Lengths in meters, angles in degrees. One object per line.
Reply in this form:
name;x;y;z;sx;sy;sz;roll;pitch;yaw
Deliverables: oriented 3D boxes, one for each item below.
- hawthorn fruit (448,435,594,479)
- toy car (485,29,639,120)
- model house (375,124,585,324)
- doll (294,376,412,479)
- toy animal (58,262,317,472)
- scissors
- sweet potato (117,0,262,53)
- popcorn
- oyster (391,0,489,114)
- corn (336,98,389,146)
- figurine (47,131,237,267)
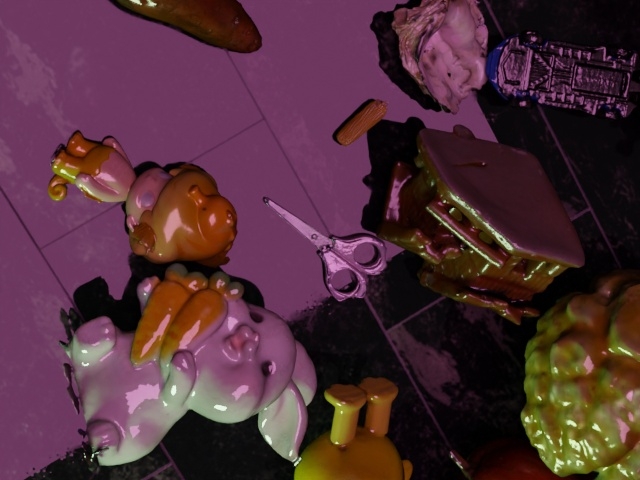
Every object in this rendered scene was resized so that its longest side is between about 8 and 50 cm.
hawthorn fruit;0.257;0.361;1.653;0.249;0.215;0.215;37;90;-15
toy car;0.322;-0.218;1.654;0.216;0.063;0.103;7;96;-10
model house;0.188;-0.002;1.599;0.199;0.220;0.229;4;141;-21
doll;0.043;0.359;1.646;0.199;0.145;0.363;-7;113;-34
toy animal;-0.152;0.169;1.539;0.310;0.183;0.247;-14;137;-10
scissors;0.000;0.000;1.647;0.189;0.015;0.100;37;92;-13
sweet potato;-0.217;-0.334;1.508;0.359;0.112;0.112;43;88;-17
popcorn;0.394;0.178;1.597;0.279;0.335;0.274;12;140;-20
oyster;0.160;-0.269;1.616;0.163;0.081;0.191;16;97;-40
corn;0.056;-0.156;1.629;0.083;0.028;0.027;-40;109;1
figurine;-0.214;-0.047;1.551;0.246;0.131;0.156;32;51;1
